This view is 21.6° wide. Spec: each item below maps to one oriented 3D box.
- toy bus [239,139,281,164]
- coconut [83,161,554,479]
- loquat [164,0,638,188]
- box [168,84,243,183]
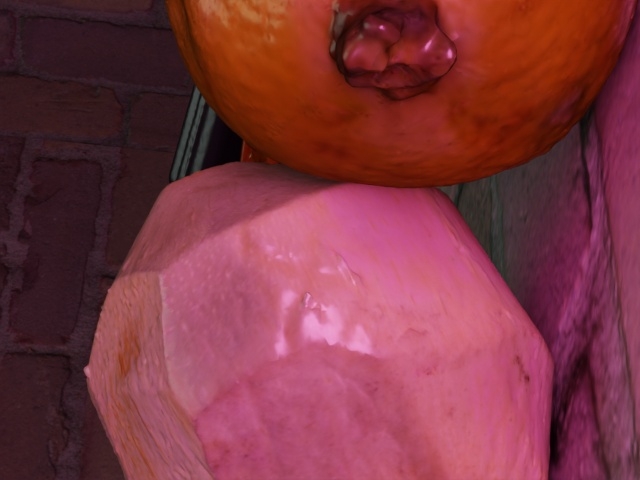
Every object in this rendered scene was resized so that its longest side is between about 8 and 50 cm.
[{"bbox_3d":[0.000,0.000,1.406,0.153,0.143,0.329,-107,22,-51],"label":"toy bus"},{"bbox_3d":[0.000,0.061,0.808,0.237,0.197,0.237,48,150,40],"label":"coconut"},{"bbox_3d":[0.035,-0.113,0.702,0.246,0.213,0.213,-74,-7,-63],"label":"loquat"},{"bbox_3d":[-0.030,-0.116,1.499,0.230,0.050,0.160,-13,-52,-50],"label":"box"}]
